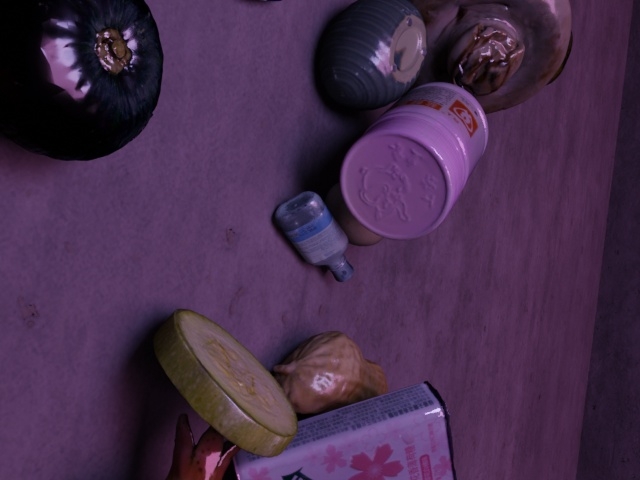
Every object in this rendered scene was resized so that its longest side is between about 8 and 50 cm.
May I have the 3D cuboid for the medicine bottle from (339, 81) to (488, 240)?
[{"bbox_3d":[0.178,-0.154,1.222,0.316,0.202,0.202,-49,131,-56],"label":"medicine bottle"}]

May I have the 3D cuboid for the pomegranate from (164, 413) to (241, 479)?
[{"bbox_3d":[-0.211,0.409,0.888,0.290,0.290,0.324,25,49,-51],"label":"pomegranate"}]

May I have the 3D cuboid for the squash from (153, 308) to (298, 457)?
[{"bbox_3d":[-0.126,0.202,0.969,0.049,0.252,0.252,-47,137,3],"label":"squash"}]

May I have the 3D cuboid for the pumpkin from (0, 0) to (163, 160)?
[{"bbox_3d":[-0.288,-0.209,0.772,0.233,0.163,0.233,-10,102,-54],"label":"pumpkin"}]

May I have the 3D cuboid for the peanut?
[{"bbox_3d":[0.031,0.252,1.247,0.291,0.143,0.159,28,90,-52],"label":"peanut"}]

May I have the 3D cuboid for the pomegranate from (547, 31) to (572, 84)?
[{"bbox_3d":[0.541,-0.539,1.802,0.203,0.222,0.277,10,53,-45],"label":"pomegranate"}]

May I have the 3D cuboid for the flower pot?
[{"bbox_3d":[0.102,-0.352,1.265,0.243,0.157,0.189,-58,132,-26],"label":"flower pot"}]

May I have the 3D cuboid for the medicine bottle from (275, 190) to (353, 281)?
[{"bbox_3d":[0.000,0.000,1.234,0.208,0.090,0.054,54,11,-41],"label":"medicine bottle"}]

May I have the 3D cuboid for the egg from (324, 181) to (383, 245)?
[{"bbox_3d":[0.071,-0.050,1.290,0.152,0.114,0.114,45,59,-32],"label":"egg"}]

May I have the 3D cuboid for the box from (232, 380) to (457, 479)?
[{"bbox_3d":[0.047,0.379,1.146,0.369,0.112,0.190,-15,113,-11],"label":"box"}]

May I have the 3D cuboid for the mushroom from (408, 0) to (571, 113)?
[{"bbox_3d":[0.328,-0.403,1.376,0.295,0.362,0.362,-82,150,-45],"label":"mushroom"}]
